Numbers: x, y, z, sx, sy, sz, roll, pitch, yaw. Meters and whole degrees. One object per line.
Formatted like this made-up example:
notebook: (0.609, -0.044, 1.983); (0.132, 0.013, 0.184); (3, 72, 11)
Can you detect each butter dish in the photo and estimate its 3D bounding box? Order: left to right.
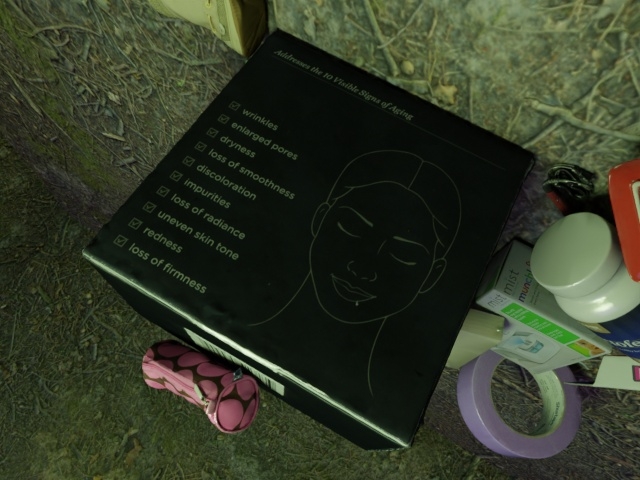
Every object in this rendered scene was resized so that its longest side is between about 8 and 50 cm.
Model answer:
butter dish: (0.467, -0.039, 0.611); (0.159, 0.118, 0.160); (-12, 94, 40)

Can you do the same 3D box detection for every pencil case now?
pencil case: (-0.191, 0.214, 0.746); (0.209, 0.095, 0.098); (8, -177, 40)

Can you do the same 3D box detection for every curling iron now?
curling iron: (0.435, -0.017, 0.776); (0.274, 0.035, 0.068); (45, 152, -27)

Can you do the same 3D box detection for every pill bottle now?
pill bottle: (0.455, 0.075, 0.737); (0.264, 0.153, 0.153); (31, 158, -20)

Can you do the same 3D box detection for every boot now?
boot: (-0.186, -0.411, 0.711); (0.203, 0.095, 0.262); (29, 160, 11)

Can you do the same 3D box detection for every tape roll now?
tape roll: (0.474, 0.372, 1.173); (0.274, 0.275, 0.090); (31, 157, 4)

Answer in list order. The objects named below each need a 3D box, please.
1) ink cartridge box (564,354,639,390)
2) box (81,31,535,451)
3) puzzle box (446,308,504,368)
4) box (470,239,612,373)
ink cartridge box: (0.622, 0.225, 0.809); (0.175, 0.069, 0.371); (8, 165, -27)
box: (0.000, 0.000, 0.796); (0.479, 0.472, 0.297); (29, 157, 8)
puzzle box: (0.140, 0.169, 1.043); (0.408, 0.052, 0.272); (16, 155, 3)
box: (0.418, 0.142, 0.994); (0.231, 0.127, 0.262); (28, 156, 5)
